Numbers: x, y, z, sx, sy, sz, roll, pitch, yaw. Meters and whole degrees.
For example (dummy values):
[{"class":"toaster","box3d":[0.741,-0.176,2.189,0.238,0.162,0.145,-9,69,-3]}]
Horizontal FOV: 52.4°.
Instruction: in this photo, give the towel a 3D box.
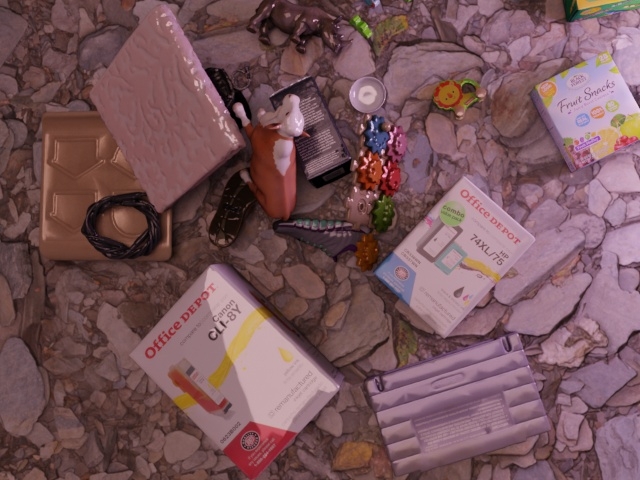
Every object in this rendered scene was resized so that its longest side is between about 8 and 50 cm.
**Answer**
[{"class":"towel","box3d":[-0.330,-0.264,1.376,0.317,0.053,0.332,-33,86,39]}]

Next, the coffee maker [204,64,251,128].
[{"class":"coffee maker","box3d":[-0.216,-0.309,1.459,0.171,0.178,0.120,-4,89,9]}]

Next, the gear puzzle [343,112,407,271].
[{"class":"gear puzzle","box3d":[0.124,-0.098,1.419,0.044,0.175,0.339,9,88,39]}]

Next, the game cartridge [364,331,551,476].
[{"class":"game cartridge","box3d":[0.298,0.363,1.431,0.354,0.068,0.230,-18,89,5]}]

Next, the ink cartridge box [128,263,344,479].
[{"class":"ink cartridge box","box3d":[-0.180,0.277,1.435,0.384,0.160,0.279,43,92,7]}]

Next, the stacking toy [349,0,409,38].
[{"class":"stacking toy","box3d":[0.085,-0.584,1.487,0.167,0.052,0.221,-43,89,-15]}]

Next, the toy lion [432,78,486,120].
[{"class":"toy lion","box3d":[0.310,-0.330,1.478,0.100,0.034,0.096,-40,76,3]}]

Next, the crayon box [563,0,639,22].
[{"class":"crayon box","box3d":[0.674,-0.595,1.422,0.278,0.081,0.166,-9,86,6]}]

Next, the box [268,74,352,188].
[{"class":"box","box3d":[-0.015,-0.237,1.447,0.108,0.153,0.207,-26,84,5]}]

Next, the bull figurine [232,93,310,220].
[{"class":"bull figurine","box3d":[-0.104,-0.183,1.358,0.101,0.311,0.188,-18,49,-23]}]

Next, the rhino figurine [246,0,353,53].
[{"class":"rhino figurine","box3d":[-0.041,-0.495,1.502,0.243,0.073,0.106,16,78,4]}]

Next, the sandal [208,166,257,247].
[{"class":"sandal","box3d":[-0.187,-0.075,1.499,0.089,0.060,0.219,19,71,7]}]

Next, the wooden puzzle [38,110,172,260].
[{"class":"wooden puzzle","box3d":[-0.497,-0.126,1.538,0.321,0.080,0.348,0,92,7]}]

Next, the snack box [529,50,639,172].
[{"class":"snack box","box3d":[0.586,-0.279,1.423,0.174,0.070,0.207,-27,83,5]}]

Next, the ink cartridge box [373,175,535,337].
[{"class":"ink cartridge box","box3d":[0.273,0.035,1.378,0.198,0.197,0.270,42,92,6]}]

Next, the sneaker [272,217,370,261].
[{"class":"sneaker","box3d":[0.000,0.000,1.471,0.223,0.083,0.098,3,92,6]}]

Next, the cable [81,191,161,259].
[{"class":"cable","box3d":[-0.451,-0.030,1.477,0.184,0.047,0.151,-9,96,4]}]

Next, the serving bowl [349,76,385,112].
[{"class":"serving bowl","box3d":[0.109,-0.333,1.500,0.083,0.027,0.084,0,88,7]}]
